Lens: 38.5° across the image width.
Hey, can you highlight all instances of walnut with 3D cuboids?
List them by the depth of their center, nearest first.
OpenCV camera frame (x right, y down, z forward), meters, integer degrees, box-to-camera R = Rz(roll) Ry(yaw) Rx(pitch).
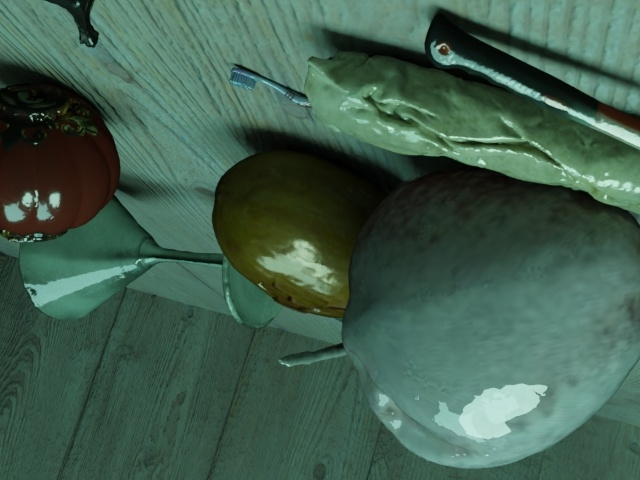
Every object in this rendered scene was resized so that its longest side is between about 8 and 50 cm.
[{"bbox_3d":[0.000,0.000,1.170,0.298,0.203,0.203,28,165,-15],"label":"walnut"}]

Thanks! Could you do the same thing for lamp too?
[{"bbox_3d":[-0.377,-0.106,1.199,0.227,0.226,0.227,16,168,4],"label":"lamp"}]

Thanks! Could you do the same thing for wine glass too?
[{"bbox_3d":[-0.264,0.026,1.533,0.406,0.267,0.267,6,164,27],"label":"wine glass"}]

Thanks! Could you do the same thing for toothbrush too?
[{"bbox_3d":[-0.007,-0.141,0.977,0.193,0.019,0.013,20,167,-20],"label":"toothbrush"}]

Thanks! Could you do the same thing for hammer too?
[{"bbox_3d":[0.213,-0.102,0.729,0.288,0.033,0.111,24,128,-2],"label":"hammer"}]

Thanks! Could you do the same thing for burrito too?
[{"bbox_3d":[0.175,-0.088,0.827,0.392,0.076,0.117,16,167,3],"label":"burrito"}]

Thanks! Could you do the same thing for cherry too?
[{"bbox_3d":[0.183,0.083,0.976,0.335,0.326,0.291,9,176,40],"label":"cherry"}]

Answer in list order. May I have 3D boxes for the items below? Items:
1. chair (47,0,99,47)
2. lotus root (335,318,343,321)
[{"bbox_3d":[-0.200,-0.235,0.628,0.106,0.113,0.229,16,171,-5],"label":"chair"},{"bbox_3d":[0.095,0.065,1.406,0.350,0.174,0.175,6,163,39],"label":"lotus root"}]
